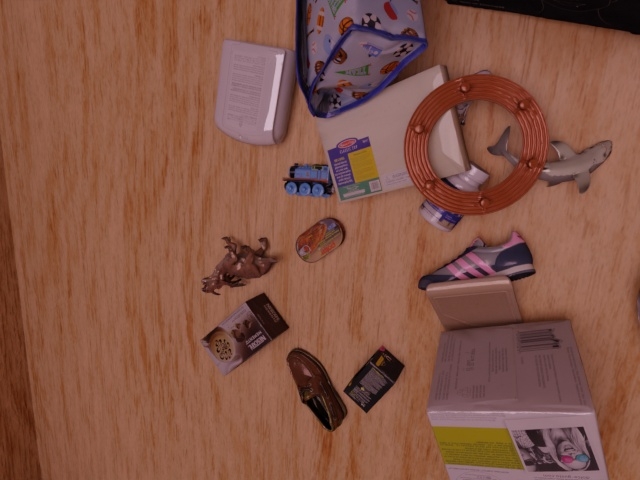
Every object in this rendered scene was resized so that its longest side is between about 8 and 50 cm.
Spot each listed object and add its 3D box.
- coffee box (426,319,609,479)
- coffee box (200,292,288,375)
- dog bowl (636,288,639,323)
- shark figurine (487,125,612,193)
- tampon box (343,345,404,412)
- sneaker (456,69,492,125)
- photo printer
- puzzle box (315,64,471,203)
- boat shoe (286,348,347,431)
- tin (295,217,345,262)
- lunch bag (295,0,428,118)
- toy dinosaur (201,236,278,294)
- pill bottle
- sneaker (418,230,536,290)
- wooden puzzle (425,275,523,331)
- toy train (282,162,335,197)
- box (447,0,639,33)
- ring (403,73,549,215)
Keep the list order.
[{"bbox_3d":[0.495,0.441,1.077,0.339,0.337,0.334,-13,107,27],"label":"coffee box"},{"bbox_3d":[-0.285,0.349,1.590,0.297,0.119,0.168,-40,82,28],"label":"coffee box"},{"bbox_3d":[0.917,0.157,0.971,0.349,0.102,0.348,6,104,24],"label":"dog bowl"},{"bbox_3d":[0.562,-0.178,1.077,0.279,0.116,0.166,9,72,16],"label":"shark figurine"},{"bbox_3d":[0.173,0.447,1.387,0.101,0.120,0.161,40,115,12],"label":"tampon box"},{"bbox_3d":[0.352,-0.333,1.150,0.115,0.105,0.281,49,128,2],"label":"sneaker"},{"bbox_3d":[-0.213,-0.467,1.380,0.256,0.107,0.307,19,109,22],"label":"photo printer"},{"bbox_3d":[0.184,-0.274,1.188,0.409,0.052,0.271,-10,99,40],"label":"puzzle box"},{"bbox_3d":[-0.023,0.523,1.508,0.111,0.104,0.307,-44,81,27],"label":"boat shoe"},{"bbox_3d":[0.000,0.000,1.421,0.190,0.040,0.106,-35,81,28],"label":"tin"},{"bbox_3d":[0.057,-0.536,1.087,0.385,0.239,0.327,154,116,-66],"label":"lunch bag"},{"bbox_3d":[-0.274,0.098,1.535,0.296,0.127,0.200,0,109,14],"label":"toy dinosaur"},{"bbox_3d":[0.367,-0.126,1.170,0.112,0.112,0.186,40,116,13],"label":"pill bottle"},{"bbox_3d":[0.423,0.066,1.208,0.319,0.112,0.130,-15,71,30],"label":"sneaker"},{"bbox_3d":[0.435,0.187,1.201,0.221,0.044,0.238,-10,131,27],"label":"wooden puzzle"},{"bbox_3d":[-0.034,-0.193,1.374,0.184,0.080,0.105,8,96,27],"label":"toy train"},{"bbox_3d":[0.424,-0.634,0.791,0.480,0.472,0.297,28,113,28],"label":"box"},{"bbox_3d":[0.370,-0.225,1.026,0.337,0.032,0.336,2,99,10],"label":"ring"}]
